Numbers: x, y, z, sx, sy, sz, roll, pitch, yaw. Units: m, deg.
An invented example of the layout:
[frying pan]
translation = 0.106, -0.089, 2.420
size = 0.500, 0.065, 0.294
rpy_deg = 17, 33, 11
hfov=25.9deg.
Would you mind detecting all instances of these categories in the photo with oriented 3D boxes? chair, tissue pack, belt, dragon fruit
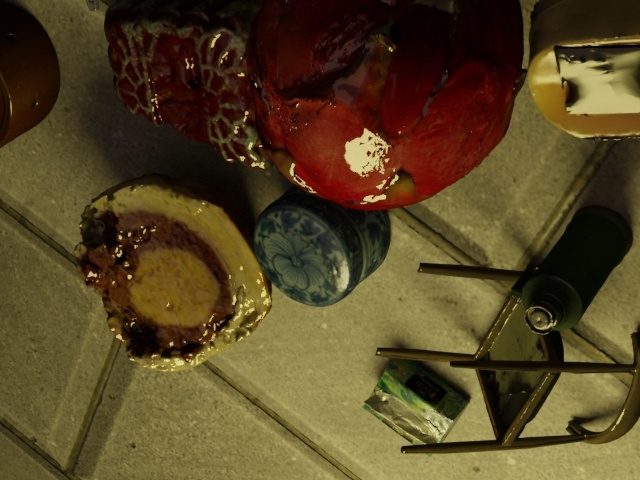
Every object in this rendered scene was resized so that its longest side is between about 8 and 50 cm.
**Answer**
[chair]
translation = 0.225, 0.143, 1.617
size = 0.272, 0.166, 0.188
rpy_deg = 6, 134, -20
[tissue pack]
translation = 0.117, 0.215, 1.782
size = 0.111, 0.079, 0.085
rpy_deg = 36, 132, 11
[belt]
translation = -0.518, -0.215, 1.926
size = 0.338, 0.122, 0.217
rpy_deg = -7, 115, 38
[dragon fruit]
translation = 0.064, -0.185, 1.411
size = 0.295, 0.295, 0.302
rpy_deg = 32, 142, 14

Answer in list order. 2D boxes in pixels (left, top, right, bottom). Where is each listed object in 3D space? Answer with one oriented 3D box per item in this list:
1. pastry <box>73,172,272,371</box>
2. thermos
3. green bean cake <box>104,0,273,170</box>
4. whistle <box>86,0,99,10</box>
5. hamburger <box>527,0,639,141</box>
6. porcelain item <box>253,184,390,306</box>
[pastry]
translation = -0.174, 0.022, 1.815
size = 0.236, 0.170, 0.256
rpy_deg = -26, 97, 22
[thermos]
translation = 0.264, 0.034, 1.486
size = 0.083, 0.187, 0.073
rpy_deg = 31, 131, 13
[green bean cake]
translation = -0.150, -0.205, 1.689
size = 0.232, 0.097, 0.199
rpy_deg = 14, 125, 27
[whistle]
translation = -0.295, -0.330, 1.757
size = 0.033, 0.029, 0.083
rpy_deg = -1, 115, 15
[hamburger]
translation = 0.305, -0.183, 1.378
size = 0.210, 0.116, 0.173
rpy_deg = -2, 125, 32
[porcelain item]
translation = 0.000, 0.000, 1.703
size = 0.147, 0.114, 0.147
rpy_deg = 17, 125, 25
